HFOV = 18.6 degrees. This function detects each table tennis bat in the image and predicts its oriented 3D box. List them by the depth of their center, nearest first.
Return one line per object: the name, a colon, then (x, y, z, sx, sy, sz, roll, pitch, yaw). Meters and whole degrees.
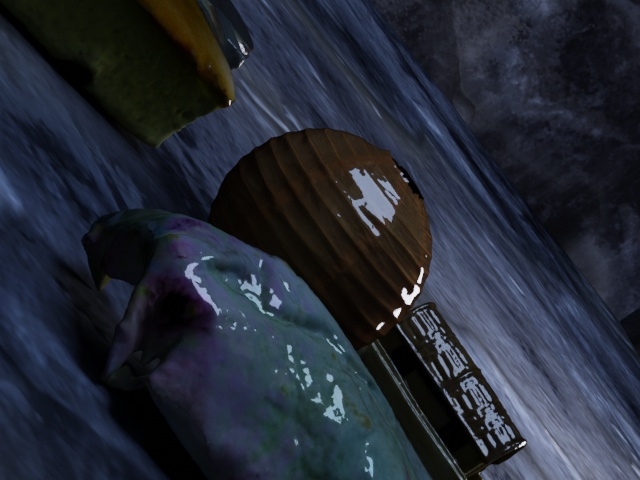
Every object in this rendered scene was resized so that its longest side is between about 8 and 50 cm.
table tennis bat: (-0.096, -0.202, 1.682, 0.130, 0.019, 0.220, 48, 10, -29)

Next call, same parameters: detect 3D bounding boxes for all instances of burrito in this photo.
burrito: (-0.018, 0.080, 0.905, 0.229, 0.089, 0.144, 52, 7, -27)

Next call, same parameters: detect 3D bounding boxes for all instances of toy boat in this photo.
toy boat: (0.074, 0.121, 1.195, 0.226, 0.088, 0.068, 56, 9, 13)

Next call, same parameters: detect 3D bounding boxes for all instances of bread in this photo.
bread: (-0.183, -0.206, 1.096, 0.361, 0.077, 0.138, 47, 14, -40)

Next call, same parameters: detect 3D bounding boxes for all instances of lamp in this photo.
lamp: (0.000, 0.000, 1.129, 0.136, 0.136, 0.136, 53, 10, -13)
